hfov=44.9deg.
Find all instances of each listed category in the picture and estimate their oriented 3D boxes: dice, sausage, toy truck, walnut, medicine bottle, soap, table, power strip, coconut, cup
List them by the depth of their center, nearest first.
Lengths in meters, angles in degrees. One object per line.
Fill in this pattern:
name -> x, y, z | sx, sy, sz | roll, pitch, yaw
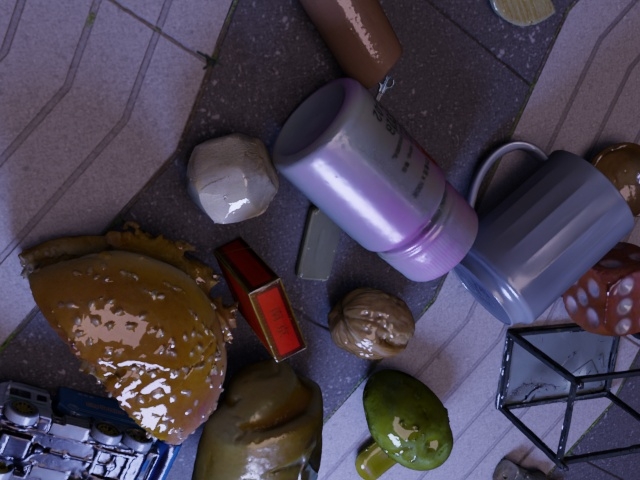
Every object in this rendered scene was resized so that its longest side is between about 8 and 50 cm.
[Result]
coconut -> -0.166, -0.108, 1.393 | 0.162, 0.161, 0.161 | -22, 117, 10
sausage -> 0.054, -0.397, 1.397 | 0.123, 0.123, 0.253 | -38, 118, -5
toy truck -> -0.450, 0.377, 1.446 | 0.367, 0.175, 0.146 | 24, 97, -27
medicine bottle -> 0.111, -0.105, 1.465 | 0.388, 0.219, 0.219 | 40, 91, -27
power strip -> 0.000, 0.000, 1.568 | 0.076, 0.028, 0.169 | 7, 107, -23
walnut -> 0.110, 0.176, 1.606 | 0.184, 0.155, 0.155 | 20, 100, -29
cup -> 0.425, -0.030, 1.627 | 0.327, 0.237, 0.323 | -41, 88, -3
dice -> 0.677, 0.109, 1.786 | 0.174, 0.179, 0.175 | -12, 110, -17
soap -> 0.143, 0.495, 1.790 | 0.140, 0.045, 0.089 | -35, 114, -6
table -> 0.633, 0.346, 1.799 | 0.335, 0.272, 0.222 | -3, 109, -20

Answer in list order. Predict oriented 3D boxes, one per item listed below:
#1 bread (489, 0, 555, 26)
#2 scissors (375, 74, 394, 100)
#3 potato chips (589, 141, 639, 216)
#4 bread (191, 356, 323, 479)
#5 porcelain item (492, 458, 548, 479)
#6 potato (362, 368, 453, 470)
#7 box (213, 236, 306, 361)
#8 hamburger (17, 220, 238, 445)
bread -> 0.381, -0.498, 1.536 | 0.112, 0.036, 0.193 | -39, 121, 1
scissors -> 0.117, -0.285, 1.523 | 0.036, 0.006, 0.083 | 20, 100, -28
potato chips -> 0.669, -0.131, 1.761 | 0.208, 0.062, 0.195 | 17, 107, -27
bread -> -0.096, 0.406, 1.525 | 0.300, 0.210, 0.341 | -2, 107, -63
porcelain item -> 0.539, 0.623, 1.984 | 0.215, 0.069, 0.081 | 24, 94, -31
potato -> 0.187, 0.397, 1.703 | 0.253, 0.148, 0.186 | 53, 50, -7
box -> -0.116, 0.104, 1.440 | 0.074, 0.240, 0.153 | -30, 117, -12
hamburger -> -0.300, 0.141, 1.379 | 0.287, 0.268, 0.445 | -40, 117, -8
